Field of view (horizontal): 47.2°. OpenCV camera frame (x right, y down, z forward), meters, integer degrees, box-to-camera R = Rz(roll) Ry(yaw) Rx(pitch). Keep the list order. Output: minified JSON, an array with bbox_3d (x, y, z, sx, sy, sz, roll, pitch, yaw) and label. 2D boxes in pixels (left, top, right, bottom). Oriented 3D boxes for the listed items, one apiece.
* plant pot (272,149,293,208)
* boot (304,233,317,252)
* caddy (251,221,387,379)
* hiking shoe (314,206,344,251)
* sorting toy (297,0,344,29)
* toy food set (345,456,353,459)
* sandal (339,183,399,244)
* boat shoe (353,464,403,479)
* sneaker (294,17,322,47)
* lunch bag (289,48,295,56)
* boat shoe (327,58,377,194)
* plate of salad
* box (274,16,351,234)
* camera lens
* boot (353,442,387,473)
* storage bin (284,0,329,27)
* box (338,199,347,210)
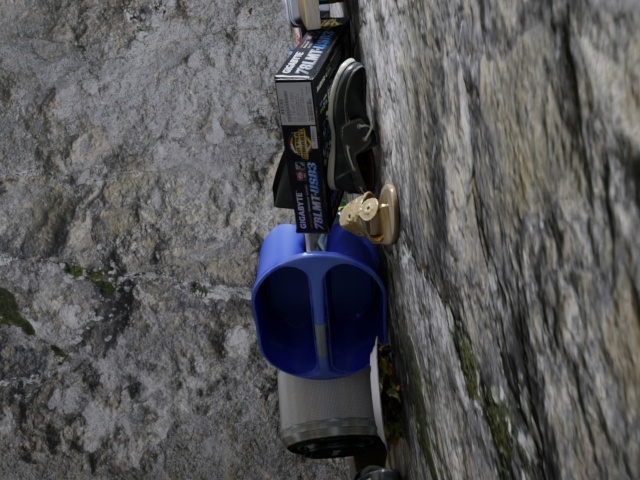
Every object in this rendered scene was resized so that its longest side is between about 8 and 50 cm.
[{"bbox_3d":[-0.042,-0.200,2.198,0.187,0.188,0.166,-102,17,-66],"label":"plant pot"},{"bbox_3d":[0.000,0.000,1.905,0.123,0.095,0.258,-91,6,-47],"label":"boot"},{"bbox_3d":[0.001,0.124,1.354,0.179,0.242,0.341,-90,-4,-47],"label":"caddy"},{"bbox_3d":[0.058,0.065,1.699,0.132,0.113,0.303,34,131,32],"label":"hiking shoe"},{"bbox_3d":[-0.001,-0.517,1.269,0.255,0.090,0.257,-102,5,-66],"label":"sorting toy"},{"bbox_3d":[0.083,0.601,2.430,0.306,0.093,0.219,90,172,-68],"label":"toy food set"},{"bbox_3d":[0.069,-0.029,1.151,0.240,0.079,0.088,104,159,-83],"label":"sandal"},{"bbox_3d":[0.116,0.505,1.444,0.335,0.121,0.119,118,155,-66],"label":"boat shoe"},{"bbox_3d":[-0.039,-0.584,1.918,0.145,0.090,0.269,126,134,-83],"label":"sneaker"},{"bbox_3d":[-0.032,-0.479,2.132,0.151,0.096,0.128,37,-138,-73],"label":"lunch bag"},{"bbox_3d":[0.060,-0.178,1.178,0.084,0.079,0.233,-40,-40,-42],"label":"boat shoe"},{"bbox_3d":[0.117,0.262,1.256,0.200,0.048,0.199,-6,-90,-82],"label":"plate of salad"},{"bbox_3d":[0.004,-0.211,1.309,0.295,0.074,0.293,-69,-21,-52],"label":"box"},{"bbox_3d":[0.020,0.313,1.557,0.219,0.220,0.274,88,176,-65],"label":"camera lens"},{"bbox_3d":[0.108,0.465,1.685,0.165,0.077,0.213,89,179,-60],"label":"boot"},{"bbox_3d":[-0.023,-0.580,1.727,0.091,0.098,0.135,-2,96,60],"label":"storage bin"},{"bbox_3d":[0.060,-0.005,1.854,0.105,0.043,0.179,88,176,-61],"label":"box"}]
